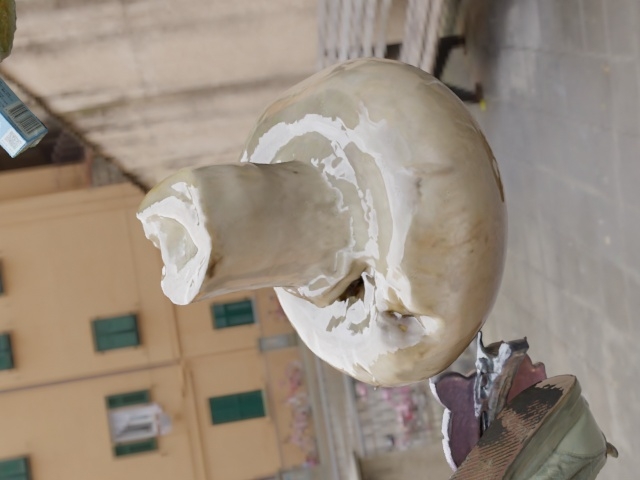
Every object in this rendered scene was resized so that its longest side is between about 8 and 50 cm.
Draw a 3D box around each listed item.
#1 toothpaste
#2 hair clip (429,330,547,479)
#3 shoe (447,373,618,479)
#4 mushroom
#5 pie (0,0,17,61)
[{"bbox_3d":[-0.565,-0.258,1.916,0.266,0.050,0.065,49,-144,-6],"label":"toothpaste"},{"bbox_3d":[0.178,0.169,1.173,0.056,0.146,0.187,32,133,45],"label":"hair clip"},{"bbox_3d":[0.170,0.244,1.039,0.098,0.275,0.103,47,157,-9],"label":"shoe"},{"bbox_3d":[0.000,0.000,0.981,0.292,0.290,0.292,29,128,45],"label":"mushroom"},{"bbox_3d":[-0.509,-0.253,1.188,0.395,0.180,0.418,57,-136,-41],"label":"pie"}]
